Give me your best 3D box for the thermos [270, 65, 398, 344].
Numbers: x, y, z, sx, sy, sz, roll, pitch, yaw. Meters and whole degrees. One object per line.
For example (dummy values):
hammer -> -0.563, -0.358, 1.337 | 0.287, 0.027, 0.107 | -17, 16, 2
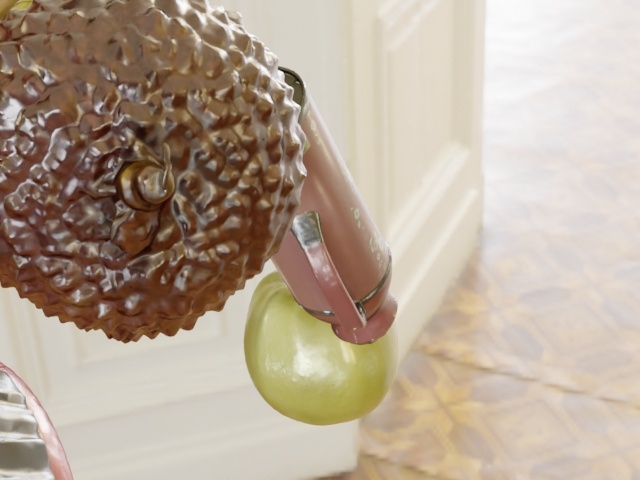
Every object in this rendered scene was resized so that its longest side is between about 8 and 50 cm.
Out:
thermos -> 0.004, -0.007, 1.238 | 0.109, 0.330, 0.136 | -45, 45, -16

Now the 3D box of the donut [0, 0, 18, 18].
donut -> -0.203, -0.172, 0.285 | 0.360, 0.360, 0.170 | 2, 37, 7

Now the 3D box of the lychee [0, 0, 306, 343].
lychee -> -0.139, -0.059, 0.917 | 0.264, 0.264, 0.300 | -9, 12, -10

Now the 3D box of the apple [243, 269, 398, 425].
apple -> -0.001, 0.118, 1.502 | 0.200, 0.200, 0.200 | -2, 33, 1

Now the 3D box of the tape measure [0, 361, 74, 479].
tape measure -> -0.206, 0.149, 0.530 | 0.114, 0.260, 0.253 | 12, 47, -44

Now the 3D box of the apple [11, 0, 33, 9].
apple -> -0.220, -0.152, 1.359 | 0.286, 0.233, 0.286 | -3, 49, 3
